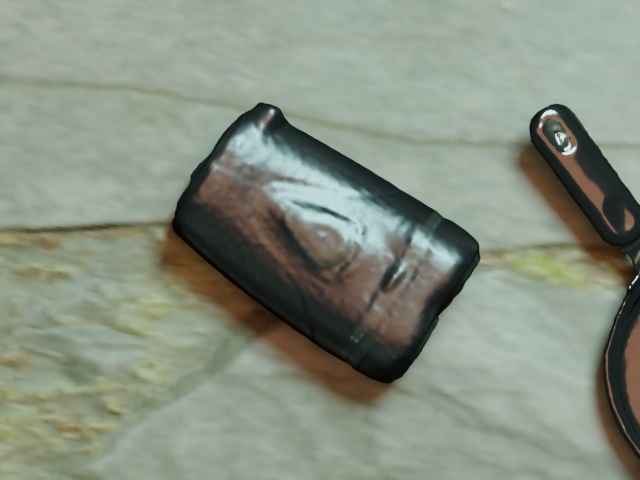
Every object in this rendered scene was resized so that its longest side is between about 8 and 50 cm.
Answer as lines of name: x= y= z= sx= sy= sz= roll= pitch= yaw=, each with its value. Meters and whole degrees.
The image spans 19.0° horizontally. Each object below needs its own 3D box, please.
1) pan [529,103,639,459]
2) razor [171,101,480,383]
pan: x=0.183 y=0.027 z=0.990 sx=0.136 sy=0.028 sz=0.235 roll=-36 pitch=91 yaw=-9
razor: x=0.000 y=0.000 z=0.964 sx=0.148 sy=0.054 sz=0.090 roll=34 pitch=82 yaw=0
